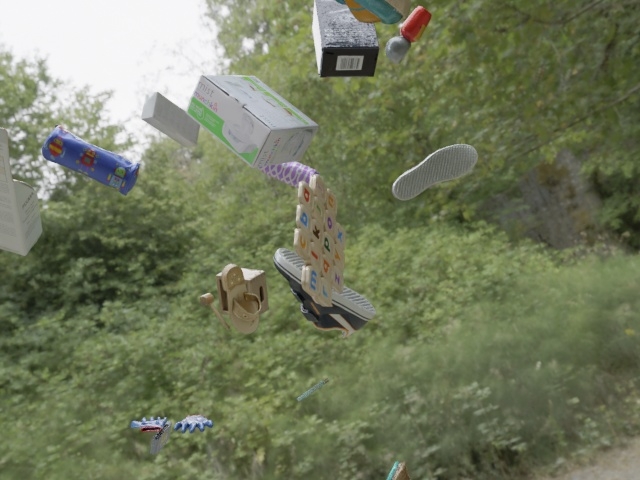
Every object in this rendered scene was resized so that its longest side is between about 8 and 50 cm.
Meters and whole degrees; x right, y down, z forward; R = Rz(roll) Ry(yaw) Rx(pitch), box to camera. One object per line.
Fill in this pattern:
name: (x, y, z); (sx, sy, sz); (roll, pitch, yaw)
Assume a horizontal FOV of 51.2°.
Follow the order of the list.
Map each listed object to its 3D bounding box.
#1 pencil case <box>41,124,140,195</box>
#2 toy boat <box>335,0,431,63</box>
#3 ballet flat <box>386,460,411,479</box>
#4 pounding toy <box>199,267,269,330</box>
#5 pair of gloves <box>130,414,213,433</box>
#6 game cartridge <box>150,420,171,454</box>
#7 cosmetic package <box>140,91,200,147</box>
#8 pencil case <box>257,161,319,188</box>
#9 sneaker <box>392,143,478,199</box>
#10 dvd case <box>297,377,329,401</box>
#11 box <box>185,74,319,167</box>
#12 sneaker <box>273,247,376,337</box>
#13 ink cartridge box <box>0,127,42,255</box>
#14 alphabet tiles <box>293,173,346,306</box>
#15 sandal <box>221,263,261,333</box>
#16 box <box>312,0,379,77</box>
pencil case: (-0.735, -0.257, 2.153); (0.119, 0.306, 0.133); (-65, 8, -4)
toy boat: (0.139, -0.548, 1.592); (0.318, 0.267, 0.148); (23, -73, -44)
ballet flat: (0.132, 0.631, 1.369); (0.342, 0.124, 0.116); (-60, -21, -8)
pounding toy: (-0.264, 0.178, 2.049); (0.206, 0.181, 0.094); (6, 20, 30)
pair of gloves: (-0.364, 0.451, 1.634); (0.198, 0.023, 0.159); (-1, -6, -11)
game cartridge: (-0.403, 0.502, 1.693); (0.083, 0.017, 0.056); (-49, -22, -67)
cosmetic package: (-0.519, -0.417, 2.329); (0.061, 0.098, 0.239); (-3, -19, 28)
pencil case: (-0.113, -0.240, 2.263); (0.086, 0.206, 0.088); (-65, -4, 34)
sneaker: (0.350, -0.215, 2.099); (0.282, 0.102, 0.161); (-24, -1, 4)
dvd case: (-0.020, 0.420, 1.885); (0.087, 0.013, 0.119); (-35, -9, 2)
box: (-0.179, -0.325, 1.784); (0.231, 0.262, 0.126); (-22, -33, -57)
sneaker: (-0.012, 0.151, 1.765); (0.127, 0.321, 0.126); (-50, 17, 17)
ink cartridge box: (-0.768, -0.153, 1.410); (0.308, 0.091, 0.385); (17, -44, -2)
alphabet tiles: (0.000, 0.000, 1.531); (0.021, 0.284, 0.278); (-6, -25, 21)
sandal: (-0.201, 0.177, 1.818); (0.088, 0.240, 0.079); (-35, 38, -29)
box: (0.064, -0.548, 1.796); (0.153, 0.207, 0.108); (-2, -32, -7)
